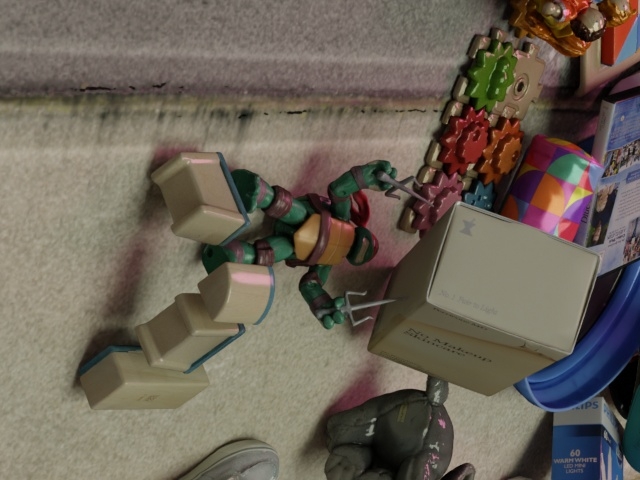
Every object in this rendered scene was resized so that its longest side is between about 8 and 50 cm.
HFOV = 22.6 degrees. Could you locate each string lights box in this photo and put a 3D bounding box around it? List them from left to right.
[{"bbox_3d":[0.377,0.367,2.263,0.133,0.077,0.259,48,42,-53],"label":"string lights box"}]

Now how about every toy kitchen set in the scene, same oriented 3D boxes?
[{"bbox_3d":[-0.135,0.040,1.508,0.207,0.166,0.122,-36,155,28],"label":"toy kitchen set"}]

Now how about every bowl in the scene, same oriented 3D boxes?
[{"bbox_3d":[0.357,0.037,2.121,0.391,0.077,0.391,-30,134,-38],"label":"bowl"}]

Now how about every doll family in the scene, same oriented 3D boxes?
[{"bbox_3d":[0.285,-0.296,1.757,0.263,0.118,0.163,-44,109,-38],"label":"doll family"}]

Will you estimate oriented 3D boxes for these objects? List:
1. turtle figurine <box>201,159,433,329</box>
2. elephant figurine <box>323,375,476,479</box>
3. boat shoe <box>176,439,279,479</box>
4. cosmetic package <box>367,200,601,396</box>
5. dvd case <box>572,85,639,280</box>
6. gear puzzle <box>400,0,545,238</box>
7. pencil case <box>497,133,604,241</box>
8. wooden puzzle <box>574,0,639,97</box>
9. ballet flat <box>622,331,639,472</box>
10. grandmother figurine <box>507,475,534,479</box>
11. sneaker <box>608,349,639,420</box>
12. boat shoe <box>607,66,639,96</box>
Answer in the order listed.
[{"bbox_3d":[0.000,0.000,1.605,0.234,0.118,0.175,9,88,-37],"label":"turtle figurine"},{"bbox_3d":[0.094,0.278,1.907,0.239,0.186,0.169,61,19,-62],"label":"elephant figurine"},{"bbox_3d":[-0.113,0.283,1.676,0.227,0.081,0.079,-23,129,-42],"label":"boat shoe"},{"bbox_3d":[0.163,0.069,1.681,0.309,0.160,0.113,121,-11,-75],"label":"cosmetic package"},{"bbox_3d":[0.384,-0.074,1.997,0.180,0.022,0.253,-20,126,-45],"label":"dvd case"},{"bbox_3d":[0.210,-0.150,1.836,0.175,0.044,0.339,10,104,-54],"label":"gear puzzle"},{"bbox_3d":[0.253,-0.007,1.905,0.104,0.104,0.236,9,108,-54],"label":"pencil case"},{"bbox_3d":[0.394,-0.311,1.966,0.221,0.044,0.238,-31,135,-37],"label":"wooden puzzle"},{"bbox_3d":[0.500,0.187,2.228,0.123,0.123,0.348,-35,142,-34],"label":"ballet flat"},{"bbox_3d":[0.221,0.487,2.236,0.342,0.104,0.208,-60,173,-9],"label":"grandmother figurine"},{"bbox_3d":[0.535,0.139,2.375,0.180,0.124,0.321,-2,113,-53],"label":"sneaker"},{"bbox_3d":[0.418,-0.200,2.071,0.142,0.049,0.040,-38,179,-21],"label":"boat shoe"}]
